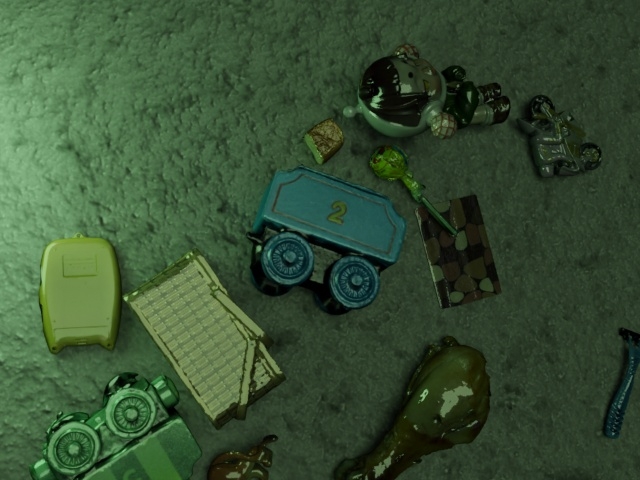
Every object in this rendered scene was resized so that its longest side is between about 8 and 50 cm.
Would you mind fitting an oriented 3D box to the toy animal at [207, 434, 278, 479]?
[{"bbox_3d":[-0.181,0.528,1.564,0.157,0.097,0.312,7,81,-8],"label":"toy animal"}]

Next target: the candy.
[{"bbox_3d":[0.212,-0.106,1.751,0.262,0.073,0.077,46,47,-11],"label":"candy"}]

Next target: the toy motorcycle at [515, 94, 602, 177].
[{"bbox_3d":[0.540,-0.218,1.843,0.225,0.073,0.152,43,78,-8],"label":"toy motorcycle"}]

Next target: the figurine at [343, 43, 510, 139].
[{"bbox_3d":[0.233,-0.306,1.730,0.370,0.167,0.281,-1,50,-25],"label":"figurine"}]

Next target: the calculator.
[{"bbox_3d":[-0.468,0.101,1.561,0.157,0.033,0.236,-3,83,-14],"label":"calculator"}]

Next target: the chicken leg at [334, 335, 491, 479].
[{"bbox_3d":[0.193,0.391,1.663,0.429,0.153,0.201,-42,83,-8],"label":"chicken leg"}]

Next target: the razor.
[{"bbox_3d":[0.700,0.331,1.843,0.082,0.042,0.253,22,80,-13],"label":"razor"}]

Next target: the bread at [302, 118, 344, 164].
[{"bbox_3d":[0.011,-0.210,1.695,0.070,0.083,0.076,-32,89,-7],"label":"bread"}]

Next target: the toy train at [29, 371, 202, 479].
[{"bbox_3d":[-0.375,0.393,1.491,0.299,0.167,0.238,-32,98,-15],"label":"toy train"}]

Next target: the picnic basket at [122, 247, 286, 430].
[{"bbox_3d":[-0.212,0.183,1.522,0.175,0.228,0.313,-35,93,-13],"label":"picnic basket"}]

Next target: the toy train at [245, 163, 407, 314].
[{"bbox_3d":[0.000,0.000,1.624,0.300,0.188,0.265,19,75,-9],"label":"toy train"}]

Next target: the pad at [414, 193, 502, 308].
[{"bbox_3d":[0.309,0.024,1.791,0.158,0.003,0.235,-13,88,-16],"label":"pad"}]
